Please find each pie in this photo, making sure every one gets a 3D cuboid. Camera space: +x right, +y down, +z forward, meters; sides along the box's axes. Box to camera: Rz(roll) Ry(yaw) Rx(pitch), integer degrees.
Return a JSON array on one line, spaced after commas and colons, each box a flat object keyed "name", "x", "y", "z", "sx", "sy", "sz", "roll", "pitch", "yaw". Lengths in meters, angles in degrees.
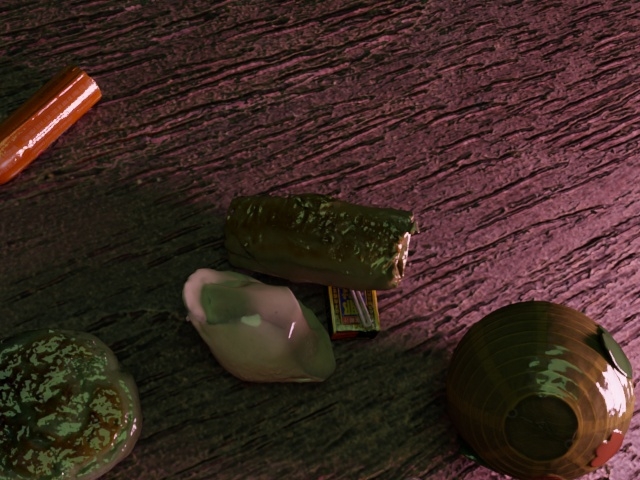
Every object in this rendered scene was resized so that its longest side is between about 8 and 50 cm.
[{"name": "pie", "x": -0.354, "y": 0.224, "z": 1.242, "sx": 0.240, "sy": 0.054, "sz": 0.241, "roll": 4, "pitch": 65, "yaw": -9}, {"name": "pie", "x": 0.000, "y": 0.000, "z": 1.343, "sx": 0.282, "sy": 0.068, "sz": 0.129, "roll": 7, "pitch": 78, "yaw": 22}]

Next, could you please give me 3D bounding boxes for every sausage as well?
[{"name": "sausage", "x": -0.421, "y": -0.157, "z": 1.376, "sx": 0.071, "sy": 0.071, "sz": 0.234, "roll": 38, "pitch": 67, "yaw": 6}]

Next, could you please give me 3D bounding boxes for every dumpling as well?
[{"name": "dumpling", "x": -0.079, "y": 0.111, "z": 1.319, "sx": 0.215, "sy": 0.126, "sz": 0.166, "roll": 8, "pitch": 40, "yaw": 2}]

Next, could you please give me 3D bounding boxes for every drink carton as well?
[{"name": "drink carton", "x": 0.041, "y": 0.060, "z": 1.386, "sx": 0.071, "sy": 0.056, "sz": 0.166, "roll": -4, "pitch": 69, "yaw": -8}]

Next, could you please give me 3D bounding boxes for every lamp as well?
[{"name": "lamp", "x": 0.293, "y": 0.195, "z": 1.304, "sx": 0.250, "sy": 0.284, "sz": 0.250, "roll": 2, "pitch": 107, "yaw": 8}]

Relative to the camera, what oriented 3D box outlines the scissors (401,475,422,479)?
[{"name": "scissors", "x": 0.148, "y": 0.406, "z": 1.284, "sx": 0.085, "sy": 0.022, "sz": 0.176, "roll": -30, "pitch": 73, "yaw": -22}]
